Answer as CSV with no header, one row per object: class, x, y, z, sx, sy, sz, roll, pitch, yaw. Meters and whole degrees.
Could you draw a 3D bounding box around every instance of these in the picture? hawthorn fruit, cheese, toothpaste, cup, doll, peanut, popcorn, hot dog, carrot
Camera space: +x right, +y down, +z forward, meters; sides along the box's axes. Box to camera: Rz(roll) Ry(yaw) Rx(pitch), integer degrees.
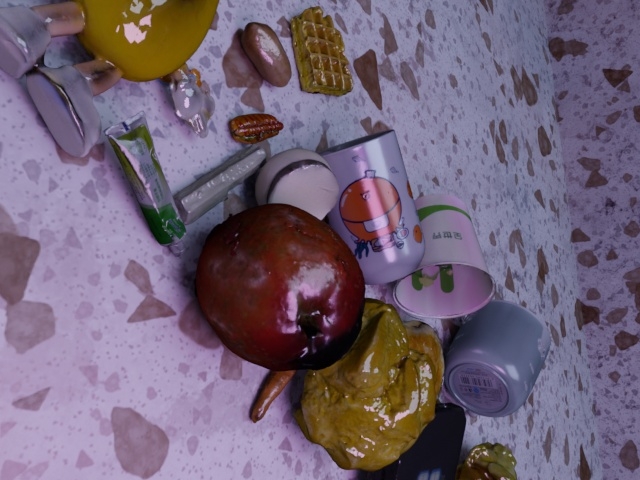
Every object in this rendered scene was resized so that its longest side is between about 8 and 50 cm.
hawthorn fruit,-0.064,0.087,0.956,0.316,0.316,0.316,14,71,-48
cheese,-0.263,-0.304,1.000,0.111,0.017,0.047,-8,91,-51
toothpaste,-0.268,-0.079,0.880,0.078,0.047,0.248,-44,133,-37
cup,0.505,0.394,1.636,0.274,0.259,0.356,-39,143,-46
doll,-0.297,-0.321,0.856,0.423,0.161,0.348,-21,116,-48
peanut,-0.112,-0.394,1.159,0.152,0.076,0.076,56,45,-34
cup,0.113,-0.071,1.256,0.212,0.212,0.317,-34,110,-48
cup,0.311,0.034,1.435,0.253,0.253,0.274,40,38,-38
popcorn,0.484,0.711,1.563,0.256,0.195,0.255,-60,136,-38
hot dog,-0.129,-0.233,1.130,0.144,0.038,0.062,-23,99,-51
carrot,-0.081,0.275,1.075,0.047,0.047,0.191,58,45,-25

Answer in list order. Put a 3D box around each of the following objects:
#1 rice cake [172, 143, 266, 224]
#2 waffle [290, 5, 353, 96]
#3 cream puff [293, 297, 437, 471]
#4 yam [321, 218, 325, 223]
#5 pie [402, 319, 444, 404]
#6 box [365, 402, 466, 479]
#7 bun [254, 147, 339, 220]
rice cake,-0.186,-0.108,1.027,0.256,0.052,0.057,-46,148,-45
waffle,0.003,-0.464,1.327,0.160,0.055,0.211,-9,88,-50
cream puff,0.110,0.275,1.085,0.323,0.274,0.270,-59,169,-45
yam,0.000,0.000,1.224,0.057,0.057,0.241,-27,104,-50
pie,0.230,0.372,1.410,0.339,0.077,0.339,3,86,-47
box,0.224,0.569,1.291,0.350,0.091,0.359,15,88,-50
bun,-0.058,-0.110,1.121,0.173,0.120,0.173,-16,127,-22
